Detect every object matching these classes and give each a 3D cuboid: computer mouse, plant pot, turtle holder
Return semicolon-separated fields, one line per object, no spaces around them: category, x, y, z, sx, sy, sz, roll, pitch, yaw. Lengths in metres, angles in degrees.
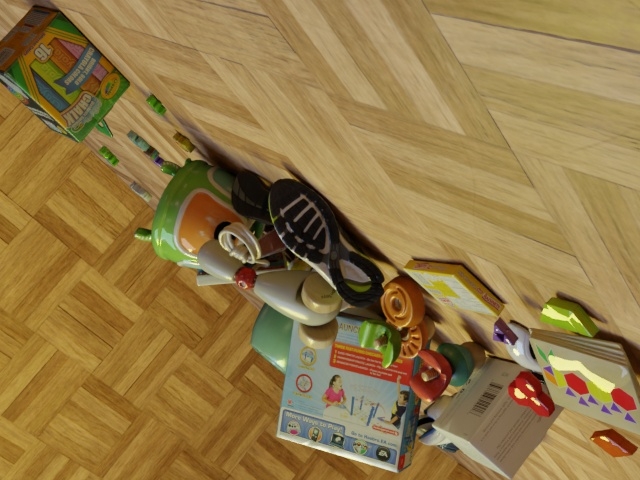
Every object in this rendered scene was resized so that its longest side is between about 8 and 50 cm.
computer mouse;0.355;0.204;1.600;0.106;0.042;0.193;27;164;52
plant pot;-0.064;0.271;2.781;0.293;0.235;0.293;38;169;9
turtle holder;-0.246;-0.036;2.135;0.227;0.243;0.320;21;161;11

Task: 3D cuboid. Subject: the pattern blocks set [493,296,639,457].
pattern blocks set;0.378;0.195;1.344;0.325;0.026;0.285;23;144;45

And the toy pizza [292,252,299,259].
toy pizza;0.002;0.094;2.372;0.201;0.032;0.201;38;169;8

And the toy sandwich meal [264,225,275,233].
toy sandwich meal;-0.103;-0.018;2.272;0.085;0.029;0.085;38;169;8

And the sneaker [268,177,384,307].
sneaker;0.000;0.000;1.806;0.300;0.111;0.121;52;180;-22

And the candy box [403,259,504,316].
candy box;0.217;0.076;1.583;0.105;0.027;0.206;40;170;-15

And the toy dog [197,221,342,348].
toy dog;-0.071;0.066;1.955;0.333;0.161;0.220;41;140;-3

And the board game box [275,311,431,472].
board game box;0.072;0.321;2.115;0.308;0.302;0.086;11;-175;26

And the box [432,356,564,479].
box;0.337;0.331;1.812;0.119;0.181;0.182;42;169;-11

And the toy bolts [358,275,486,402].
toy bolts;0.219;0.179;1.856;0.228;0.158;0.218;44;133;34

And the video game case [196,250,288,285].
video game case;-0.183;0.045;2.232;0.285;0.204;0.025;-108;14;-75

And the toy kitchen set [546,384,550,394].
toy kitchen set;0.393;0.195;1.493;0.068;0.075;0.083;-7;-174;24

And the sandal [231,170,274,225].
sandal;-0.104;-0.077;1.952;0.219;0.090;0.060;21;-178;40

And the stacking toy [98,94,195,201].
stacking toy;-0.381;-0.202;2.088;0.052;0.167;0.221;34;169;29

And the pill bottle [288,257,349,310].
pill bottle;-0.005;0.093;2.156;0.119;0.119;0.208;43;169;-18

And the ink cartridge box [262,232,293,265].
ink cartridge box;-0.078;0.120;2.414;0.255;0.097;0.189;48;-179;38

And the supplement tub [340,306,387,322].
supplement tub;0.116;0.316;2.353;0.235;0.235;0.325;33;168;29

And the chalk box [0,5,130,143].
chalk box;-0.551;-0.340;2.074;0.180;0.179;0.289;25;163;50

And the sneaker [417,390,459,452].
sneaker;0.324;0.429;2.160;0.236;0.130;0.323;6;154;7
